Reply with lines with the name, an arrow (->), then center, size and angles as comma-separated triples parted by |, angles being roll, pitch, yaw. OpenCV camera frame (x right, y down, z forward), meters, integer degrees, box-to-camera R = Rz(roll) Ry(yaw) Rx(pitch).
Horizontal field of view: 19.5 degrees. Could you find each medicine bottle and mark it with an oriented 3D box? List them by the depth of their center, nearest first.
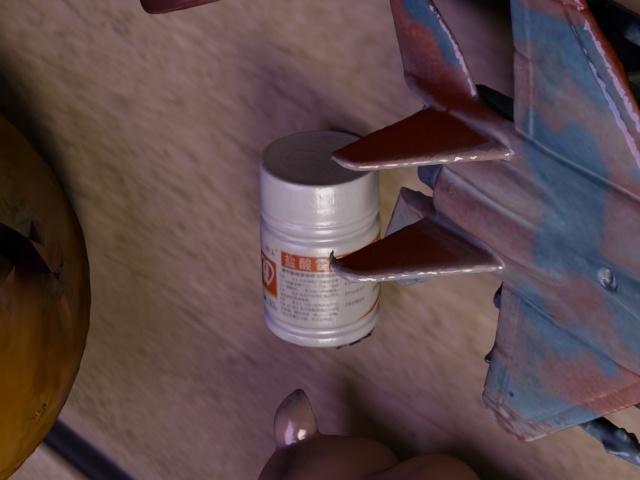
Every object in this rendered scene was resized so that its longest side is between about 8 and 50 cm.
medicine bottle -> 0.000, 0.000, 0.866 | 0.057, 0.057, 0.089 | 26, 130, 37

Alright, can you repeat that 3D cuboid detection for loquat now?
loquat -> -0.256, 0.032, 1.023 | 0.263, 0.263, 0.263 | 27, 131, 36

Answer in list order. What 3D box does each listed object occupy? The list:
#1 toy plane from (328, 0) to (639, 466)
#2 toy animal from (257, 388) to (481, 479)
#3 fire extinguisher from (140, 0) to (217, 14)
toy plane -> 0.140, 0.017, 0.682 | 0.326, 0.104, 0.223 | 25, 131, 32
toy animal -> 0.025, 0.130, 0.902 | 0.150, 0.083, 0.089 | 3, 137, 30
fire extinguisher -> -0.069, -0.234, 0.764 | 0.105, 0.105, 0.269 | 1, 112, 49
